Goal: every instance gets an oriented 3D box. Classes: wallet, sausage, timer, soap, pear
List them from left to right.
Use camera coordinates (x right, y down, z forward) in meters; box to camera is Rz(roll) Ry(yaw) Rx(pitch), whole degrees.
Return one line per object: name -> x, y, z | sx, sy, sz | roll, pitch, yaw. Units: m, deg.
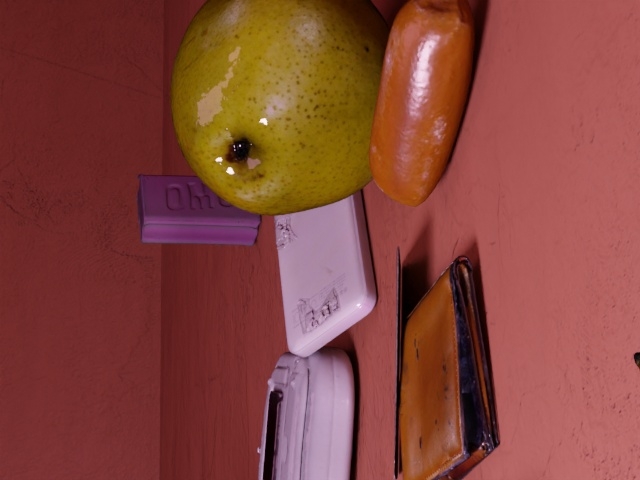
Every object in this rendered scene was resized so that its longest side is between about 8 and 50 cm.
soap -> -0.208, -0.053, 2.459 | 0.122, 0.203, 0.065 | -102, 18, -44
pear -> -0.037, -0.167, 1.632 | 0.294, 0.294, 0.294 | -176, 90, -77
timer -> -0.020, 0.263, 1.827 | 0.237, 0.087, 0.262 | 163, 112, -76
sausage -> 0.100, -0.143, 1.427 | 0.098, 0.098, 0.238 | -104, 21, -52
wallet -> 0.120, 0.136, 1.383 | 0.161, 0.042, 0.195 | 124, 149, -58

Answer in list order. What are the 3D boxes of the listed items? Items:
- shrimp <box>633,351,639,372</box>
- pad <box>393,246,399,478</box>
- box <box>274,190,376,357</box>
shrimp -> 0.248, 0.050, 0.852 | 0.195, 0.035, 0.147 | -150, 62, -68
pad -> 0.081, 0.132, 1.516 | 0.158, 0.003, 0.235 | 66, -155, -80
box -> 0.000, 0.000, 1.805 | 0.142, 0.044, 0.285 | -38, 42, 34
